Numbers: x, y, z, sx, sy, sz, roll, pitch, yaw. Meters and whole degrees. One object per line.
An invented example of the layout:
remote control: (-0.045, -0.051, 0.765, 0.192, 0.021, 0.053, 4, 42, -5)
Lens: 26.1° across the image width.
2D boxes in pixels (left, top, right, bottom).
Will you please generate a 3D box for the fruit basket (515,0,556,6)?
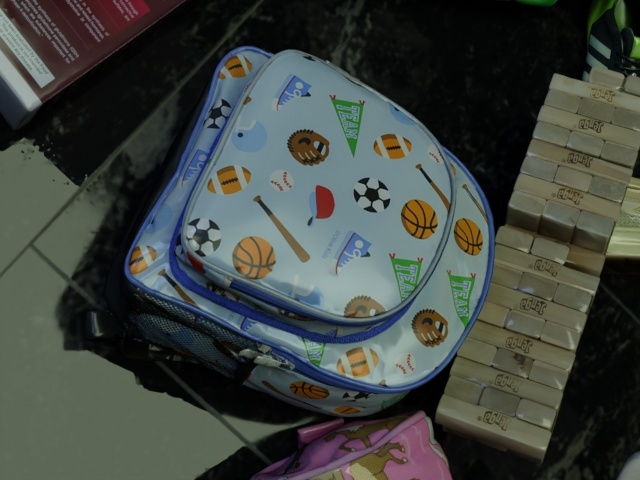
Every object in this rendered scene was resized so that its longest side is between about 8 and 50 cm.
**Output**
fruit basket: (0.134, -0.394, 1.214, 0.327, 0.165, 0.353, 5, 76, -21)

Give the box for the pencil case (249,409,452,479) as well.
pencil case: (0.085, 0.317, 1.060, 0.160, 0.167, 0.386, -24, 89, -46)

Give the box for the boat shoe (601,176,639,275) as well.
boat shoe: (0.357, -0.017, 1.265, 0.302, 0.109, 0.098, 3, 77, -14)

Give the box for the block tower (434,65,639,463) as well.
block tower: (0.187, 0.019, 1.136, 0.091, 0.097, 0.335, 18, 66, 12)

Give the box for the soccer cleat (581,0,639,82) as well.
soccer cleat: (0.276, -0.155, 1.273, 0.060, 0.072, 0.178, 6, 78, -21)

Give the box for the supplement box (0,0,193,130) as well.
supplement box: (-0.185, -0.211, 1.100, 0.239, 0.073, 0.130, -40, 97, -22)

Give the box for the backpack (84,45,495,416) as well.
backpack: (0.000, 0.000, 1.056, 0.263, 0.213, 0.276, 29, 71, -12)

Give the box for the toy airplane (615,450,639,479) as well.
toy airplane: (0.387, 0.294, 1.075, 0.384, 0.272, 0.386, 21, 32, -35)
